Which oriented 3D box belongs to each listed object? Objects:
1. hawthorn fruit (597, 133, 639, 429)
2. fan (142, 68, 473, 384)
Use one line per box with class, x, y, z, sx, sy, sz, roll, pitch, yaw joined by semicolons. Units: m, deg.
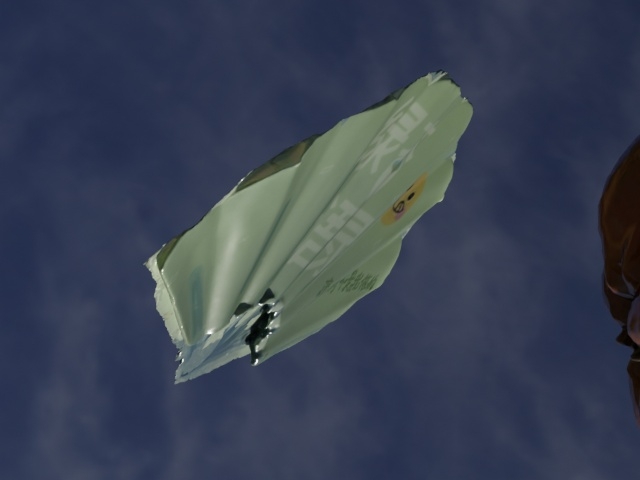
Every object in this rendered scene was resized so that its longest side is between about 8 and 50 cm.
hawthorn fruit;0.202;0.019;0.758;0.189;0.189;0.189;-6;-100;36
fan;0.000;0.000;0.597;0.009;0.240;0.131;43;-84;13
